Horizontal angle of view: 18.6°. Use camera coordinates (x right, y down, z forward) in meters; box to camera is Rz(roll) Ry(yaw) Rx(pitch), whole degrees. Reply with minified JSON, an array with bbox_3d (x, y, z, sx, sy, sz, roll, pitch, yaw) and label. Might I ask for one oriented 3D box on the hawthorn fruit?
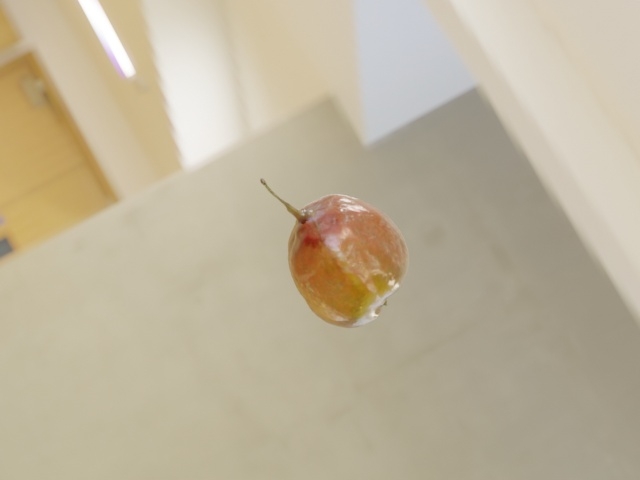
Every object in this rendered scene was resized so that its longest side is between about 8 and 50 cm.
[{"bbox_3d":[0.000,0.000,1.055,0.103,0.067,0.067,40,-2,-19],"label":"hawthorn fruit"}]
